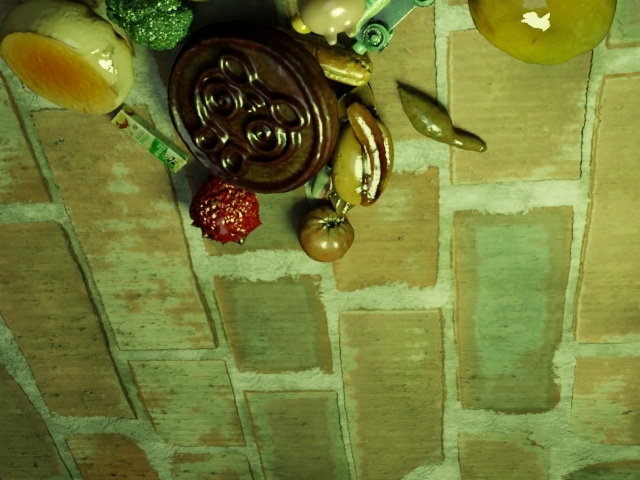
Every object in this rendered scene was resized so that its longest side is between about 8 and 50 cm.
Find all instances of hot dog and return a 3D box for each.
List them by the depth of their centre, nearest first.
[{"bbox_3d":[-0.012,-0.402,1.755,0.268,0.115,0.072,15,131,-7],"label":"hot dog"},{"bbox_3d":[0.090,-0.188,1.856,0.194,0.107,0.326,-35,136,-16],"label":"hot dog"}]

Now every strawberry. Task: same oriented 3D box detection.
[{"bbox_3d":[-0.236,-0.091,1.996,0.184,0.187,0.202,8,102,24],"label":"strawberry"}]

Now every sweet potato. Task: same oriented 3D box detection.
[{"bbox_3d":[0.273,-0.260,1.858,0.269,0.075,0.075,30,125,-21],"label":"sweet potato"}]

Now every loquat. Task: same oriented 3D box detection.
[{"bbox_3d":[0.429,-0.471,1.565,0.276,0.276,0.284,-23,124,23],"label":"loquat"}]

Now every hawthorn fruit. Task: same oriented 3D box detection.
[{"bbox_3d":[0.006,0.002,2.047,0.149,0.149,0.189,15,124,-5],"label":"hawthorn fruit"}]

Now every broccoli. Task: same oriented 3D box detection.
[{"bbox_3d":[-0.356,-0.482,1.716,0.195,0.195,0.156,-13,89,16],"label":"broccoli"}]

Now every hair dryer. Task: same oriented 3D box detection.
[{"bbox_3d":[-0.036,-0.178,1.983,0.154,0.054,0.106,30,130,-4],"label":"hair dryer"}]

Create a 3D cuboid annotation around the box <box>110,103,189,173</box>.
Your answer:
[{"bbox_3d":[-0.412,-0.248,1.970,0.207,0.041,0.050,39,122,-21],"label":"box"}]

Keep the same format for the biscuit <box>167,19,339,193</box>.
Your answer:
[{"bbox_3d":[-0.157,-0.277,1.772,0.407,0.091,0.408,14,130,17],"label":"biscuit"}]

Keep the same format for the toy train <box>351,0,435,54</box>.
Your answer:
[{"bbox_3d":[0.134,-0.507,1.673,0.157,0.105,0.253,45,119,-9],"label":"toy train"}]

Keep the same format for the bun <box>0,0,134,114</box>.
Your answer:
[{"bbox_3d":[-0.534,-0.420,1.766,0.298,0.165,0.299,16,156,7],"label":"bun"}]

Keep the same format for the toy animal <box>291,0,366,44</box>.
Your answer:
[{"bbox_3d":[0.006,-0.508,1.613,0.165,0.149,0.248,-19,84,-5],"label":"toy animal"}]
